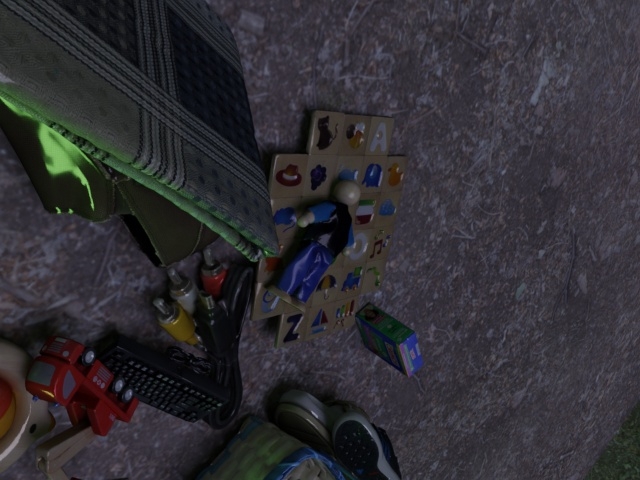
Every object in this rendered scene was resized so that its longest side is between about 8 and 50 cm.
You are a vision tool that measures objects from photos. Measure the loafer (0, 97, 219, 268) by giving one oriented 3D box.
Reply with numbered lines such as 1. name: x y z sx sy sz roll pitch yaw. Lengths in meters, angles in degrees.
1. loafer: -0.211 -0.077 0.543 0.130 0.134 0.366 -53 137 -9

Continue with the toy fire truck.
1. toy fire truck: -0.260 0.204 0.632 0.192 0.047 0.135 71 34 -48

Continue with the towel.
1. towel: -0.159 -0.160 0.451 0.056 0.312 0.324 -28 144 19

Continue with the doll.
1. doll: 0.000 0.000 0.798 0.189 0.046 0.129 -59 142 -8

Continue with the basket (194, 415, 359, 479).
1. basket: -0.047 0.409 0.841 0.255 0.289 0.201 -44 130 -12

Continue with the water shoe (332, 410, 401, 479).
1. water shoe: 0.072 0.326 0.941 0.073 0.080 0.203 -16 121 14

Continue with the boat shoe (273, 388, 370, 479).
1. boat shoe: 0.022 0.321 1.008 0.103 0.113 0.302 -62 139 -29

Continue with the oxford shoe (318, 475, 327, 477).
1. oxford shoe: -0.089 0.538 0.986 0.364 0.133 0.130 -29 128 -30

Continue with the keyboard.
1. keyboard: -0.190 0.172 0.729 0.108 0.023 0.180 -38 130 15

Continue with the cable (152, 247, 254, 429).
1. cable: -0.142 0.132 0.800 0.139 0.072 0.287 -48 151 -38

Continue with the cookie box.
1. cookie box: 0.116 0.167 1.000 0.040 0.107 0.091 -39 133 -22

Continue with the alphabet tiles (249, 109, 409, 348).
1. alphabet tiles: 0.021 -0.013 0.862 0.285 0.011 0.342 -8 115 -46

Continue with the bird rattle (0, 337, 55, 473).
1. bird rattle: -0.375 0.175 0.569 0.207 0.143 0.253 -37 120 -39
